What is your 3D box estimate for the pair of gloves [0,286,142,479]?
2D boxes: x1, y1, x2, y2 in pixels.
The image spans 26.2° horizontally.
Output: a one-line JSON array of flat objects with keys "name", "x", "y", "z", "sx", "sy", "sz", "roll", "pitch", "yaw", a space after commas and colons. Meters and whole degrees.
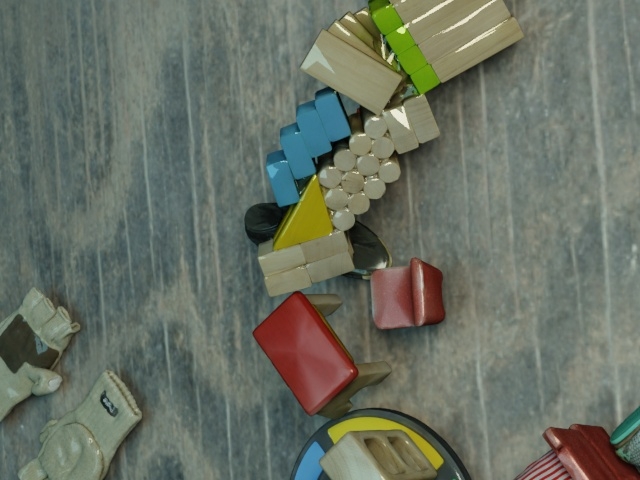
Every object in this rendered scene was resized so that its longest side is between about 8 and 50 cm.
[{"name": "pair of gloves", "x": -0.316, "y": 0.190, "z": 1.611, "sx": 0.240, "sy": 0.042, "sz": 0.204, "roll": 45, "pitch": 114, "yaw": 26}]

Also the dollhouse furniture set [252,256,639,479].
[{"name": "dollhouse furniture set", "x": 0.101, "y": 0.162, "z": 1.181, "sx": 0.201, "sy": 0.152, "sz": 0.374, "roll": -43, "pitch": 68, "yaw": 16}]

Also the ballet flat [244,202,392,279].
[{"name": "ballet flat", "x": 0.000, "y": 0.000, "z": 1.365, "sx": 0.173, "sy": 0.049, "sz": 0.057, "roll": 19, "pitch": 76, "yaw": 31}]

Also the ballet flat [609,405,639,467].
[{"name": "ballet flat", "x": 0.315, "y": 0.119, "z": 1.110, "sx": 0.070, "sy": 0.070, "sz": 0.188, "roll": 51, "pitch": 121, "yaw": 25}]

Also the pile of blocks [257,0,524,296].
[{"name": "pile of blocks", "x": 0.035, "y": -0.120, "z": 1.255, "sx": 0.149, "sy": 0.112, "sz": 0.362, "roll": 32, "pitch": 104, "yaw": -11}]

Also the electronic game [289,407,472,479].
[{"name": "electronic game", "x": 0.058, "y": 0.275, "z": 1.316, "sx": 0.229, "sy": 0.048, "sz": 0.229, "roll": 1, "pitch": 92, "yaw": 37}]
